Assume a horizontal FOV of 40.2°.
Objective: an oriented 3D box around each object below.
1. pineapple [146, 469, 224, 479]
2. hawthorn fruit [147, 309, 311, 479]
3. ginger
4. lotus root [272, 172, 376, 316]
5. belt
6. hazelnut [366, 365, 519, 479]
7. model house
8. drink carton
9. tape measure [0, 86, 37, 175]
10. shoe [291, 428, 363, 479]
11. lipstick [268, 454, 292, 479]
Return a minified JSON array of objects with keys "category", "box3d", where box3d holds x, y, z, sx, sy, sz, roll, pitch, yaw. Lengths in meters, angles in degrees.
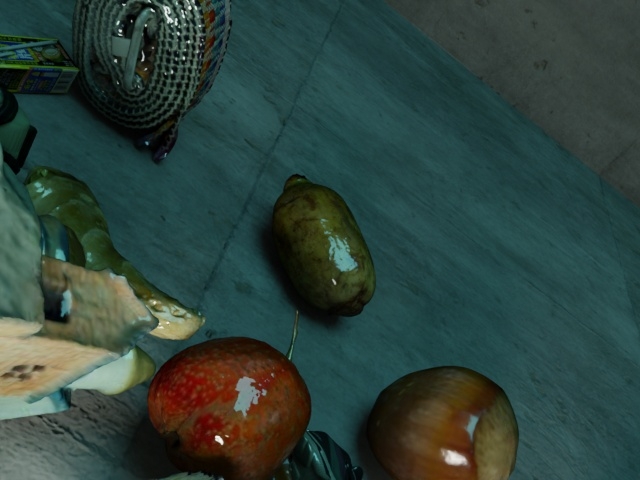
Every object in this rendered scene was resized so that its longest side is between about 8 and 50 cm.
[{"category":"pineapple","box3d":[-0.150,0.299,0.787,0.176,0.161,0.137,55,21,-89]},{"category":"hawthorn fruit","box3d":[-0.073,0.166,0.924,0.203,0.163,0.163,-26,69,-28]},{"category":"ginger","box3d":[-0.244,0.018,0.980,0.294,0.086,0.131,40,2,23]},{"category":"lotus root","box3d":[0.000,0.000,1.347,0.145,0.128,0.260,26,36,-52]},{"category":"belt","box3d":[-0.255,-0.288,1.287,0.206,0.295,0.160,27,33,1]},{"category":"hazelnut","box3d":[0.165,0.254,1.172,0.214,0.176,0.214,16,13,-4]},{"category":"model house","box3d":[-0.280,0.062,0.822,0.325,0.267,0.194,25,45,-50]},{"category":"drink carton","box3d":[-0.429,-0.249,1.231,0.071,0.056,0.165,50,30,19]},{"category":"tape measure","box3d":[-0.411,-0.140,0.980,0.207,0.115,0.235,30,11,29]},{"category":"shoe","box3d":[0.017,0.291,1.052,0.099,0.071,0.169,7,42,-50]},{"category":"lipstick","box3d":[-0.052,0.295,0.953,0.077,0.077,0.418,15,40,-39]}]
